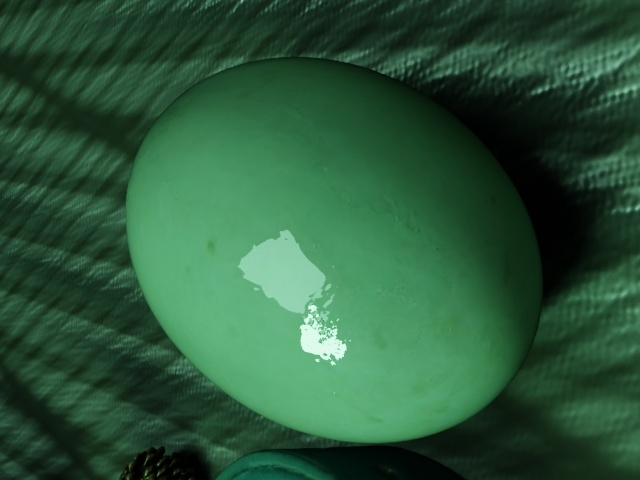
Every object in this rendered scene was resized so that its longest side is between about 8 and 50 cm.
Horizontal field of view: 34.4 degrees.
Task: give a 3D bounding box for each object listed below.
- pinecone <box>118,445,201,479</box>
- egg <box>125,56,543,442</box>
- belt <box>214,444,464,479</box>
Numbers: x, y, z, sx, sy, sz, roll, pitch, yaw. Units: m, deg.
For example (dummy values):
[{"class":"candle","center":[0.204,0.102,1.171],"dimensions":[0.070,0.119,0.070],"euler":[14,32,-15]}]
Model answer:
[{"class":"pinecone","center":[-0.185,0.286,1.179],"dimensions":[0.109,0.102,0.102],"euler":[3,93,47]},{"class":"egg","center":[0.000,0.000,0.807],"dimensions":[0.389,0.276,0.276],"euler":[33,115,42]},{"class":"belt","center":[0.050,0.353,0.832],"dimensions":[0.436,0.173,0.300],"euler":[47,122,39]}]
